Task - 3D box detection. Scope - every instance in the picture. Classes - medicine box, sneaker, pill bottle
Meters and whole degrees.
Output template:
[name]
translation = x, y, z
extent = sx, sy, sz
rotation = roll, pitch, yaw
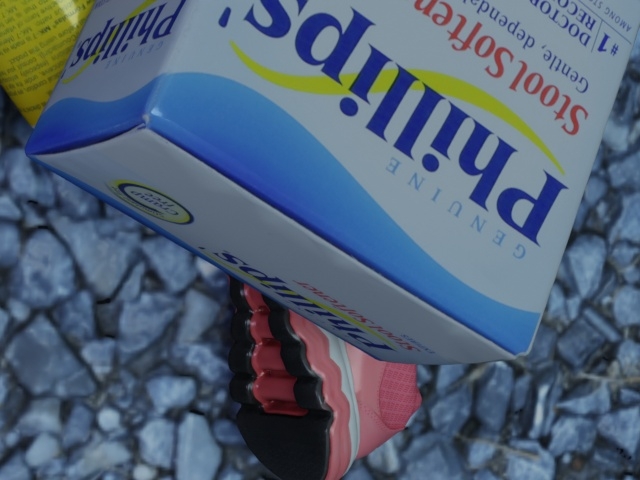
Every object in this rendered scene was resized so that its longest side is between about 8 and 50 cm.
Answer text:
[medicine box]
translation = 0.025, -0.113, 0.828
extent = 0.263, 0.149, 0.289
rotation = 31, 68, -28
[sneaker]
translation = 0.000, 0.000, 0.985
extent = 0.136, 0.116, 0.314
rotation = -16, 103, -43
[pill bottle]
translation = -0.149, -0.136, 0.874
extent = 0.119, 0.119, 0.208
rotation = -38, 110, -16
